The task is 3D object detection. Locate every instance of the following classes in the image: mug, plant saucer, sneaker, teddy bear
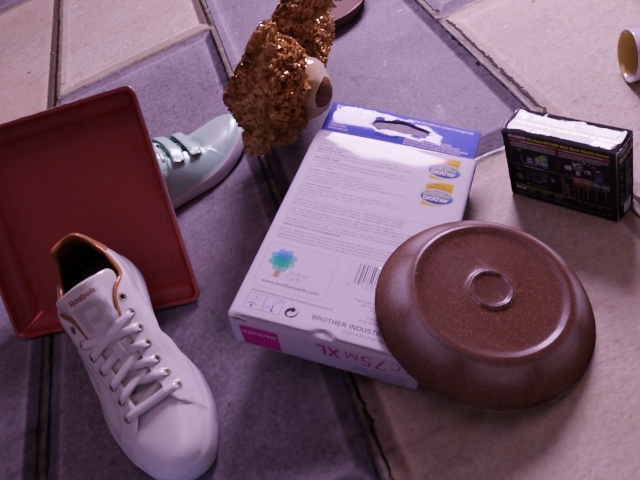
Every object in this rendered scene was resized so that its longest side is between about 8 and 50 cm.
[{"bbox_3d":[0.389,-0.227,0.779,0.064,0.062,0.078,-10,51,6],"label":"mug"},{"bbox_3d":[-0.291,-0.029,0.806,0.259,0.259,0.048,-13,11,13],"label":"plant saucer"},{"bbox_3d":[0.148,0.051,0.589,0.199,0.036,0.198,1,54,-1],"label":"plant saucer"},{"bbox_3d":[-0.204,0.110,0.662,0.106,0.123,0.290,-37,58,-4],"label":"sneaker"},{"bbox_3d":[-0.216,-0.126,0.900,0.256,0.151,0.094,-43,44,-19],"label":"sneaker"},{"bbox_3d":[0.005,-0.401,1.150,0.169,0.029,0.168,-13,45,14],"label":"plant saucer"},{"bbox_3d":[-0.031,-0.226,0.863,0.245,0.113,0.338,-62,7,10],"label":"teddy bear"}]

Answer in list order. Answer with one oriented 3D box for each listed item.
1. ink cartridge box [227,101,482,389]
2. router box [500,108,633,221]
[{"bbox_3d":[0.050,-0.013,0.698,0.186,0.065,0.311,13,56,13],"label":"ink cartridge box"},{"bbox_3d":[0.250,-0.078,0.675,0.123,0.092,0.038,22,61,38],"label":"router box"}]
